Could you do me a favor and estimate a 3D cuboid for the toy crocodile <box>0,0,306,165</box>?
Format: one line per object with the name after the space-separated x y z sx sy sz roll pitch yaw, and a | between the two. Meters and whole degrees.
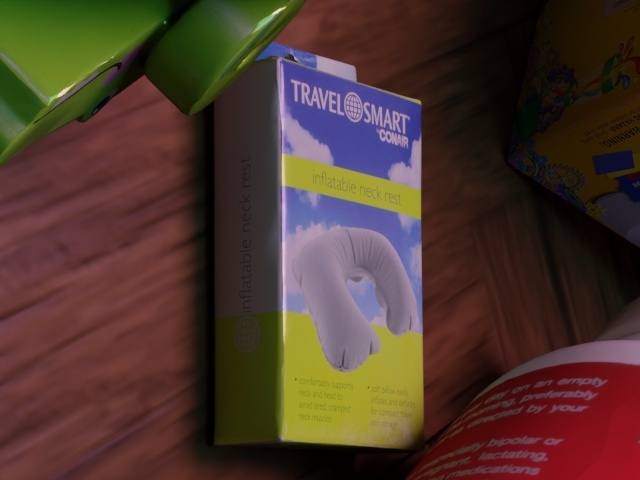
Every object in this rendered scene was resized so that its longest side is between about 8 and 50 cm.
-0.045 -0.131 0.747 0.115 0.105 0.340 41 46 -2 | toy crocodile

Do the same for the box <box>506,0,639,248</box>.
0.304 -0.089 0.986 0.279 0.290 0.177 30 58 -24 | box

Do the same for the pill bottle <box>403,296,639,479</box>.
0.108 0.185 0.778 0.407 0.229 0.229 -43 118 -49 | pill bottle

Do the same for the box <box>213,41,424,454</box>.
0.000 0.000 0.825 0.109 0.042 0.178 11 75 -53 | box
